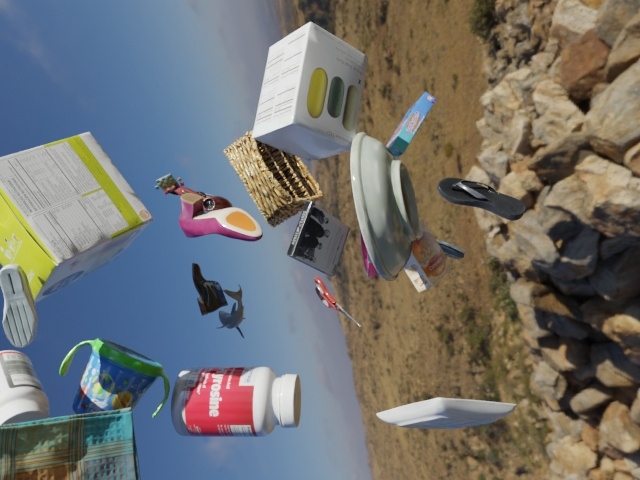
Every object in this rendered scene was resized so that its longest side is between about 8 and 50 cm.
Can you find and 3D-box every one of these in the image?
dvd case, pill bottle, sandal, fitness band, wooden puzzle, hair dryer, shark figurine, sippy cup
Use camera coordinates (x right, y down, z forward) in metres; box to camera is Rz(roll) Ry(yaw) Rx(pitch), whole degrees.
[{"bbox_3d":[0.000,0.000,1.568,0.238,0.029,0.180,31,-104,-52],"label":"dvd case"},{"bbox_3d":[-0.277,0.549,1.698,0.229,0.407,0.229,-2,-90,-84],"label":"pill bottle"},{"bbox_3d":[0.465,-0.136,1.434,0.097,0.254,0.055,-54,-25,-36],"label":"sandal"},{"bbox_3d":[0.184,0.006,1.834,0.291,0.054,0.209,84,179,-46],"label":"fitness band"},{"bbox_3d":[-0.431,-0.160,1.406,0.006,0.083,0.049,-99,-18,-55],"label":"wooden puzzle"},{"bbox_3d":[-0.386,-0.118,1.578,0.293,0.223,0.080,15,89,54],"label":"hair dryer"},{"bbox_3d":[-0.836,0.436,1.342,0.283,0.161,0.161,30,145,44],"label":"pill bottle"},{"bbox_3d":[-0.361,0.305,1.967,0.166,0.116,0.278,59,144,19],"label":"shark figurine"},{"bbox_3d":[-0.657,0.461,1.578,0.240,0.305,0.224,45,-115,-53],"label":"sippy cup"}]

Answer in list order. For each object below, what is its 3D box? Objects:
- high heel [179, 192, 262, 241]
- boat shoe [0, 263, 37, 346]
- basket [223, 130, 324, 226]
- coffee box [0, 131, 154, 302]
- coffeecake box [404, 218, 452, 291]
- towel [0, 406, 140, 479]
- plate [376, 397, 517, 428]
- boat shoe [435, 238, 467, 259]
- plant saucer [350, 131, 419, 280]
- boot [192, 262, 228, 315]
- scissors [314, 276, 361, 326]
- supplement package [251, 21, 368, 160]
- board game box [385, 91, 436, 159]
[{"bbox_3d":[-0.238,-0.021,1.174,0.082,0.243,0.117,-46,-30,-49],"label":"high heel"},{"bbox_3d":[-0.814,0.172,1.354,0.076,0.083,0.227,-148,57,-75],"label":"boat shoe"},{"bbox_3d":[-0.152,-0.228,1.655,0.299,0.222,0.213,59,178,8],"label":"basket"},{"bbox_3d":[-0.797,-0.068,1.519,0.338,0.337,0.334,54,-138,-2],"label":"coffee box"},{"bbox_3d":[0.318,0.046,1.576,0.068,0.142,0.186,-31,93,47],"label":"coffeecake box"},{"bbox_3d":[-0.584,0.535,1.121,0.370,0.040,0.272,11,-126,-47],"label":"towel"},{"bbox_3d":[0.337,0.476,1.345,0.278,0.277,0.045,-40,45,51],"label":"plate"},{"bbox_3d":[0.371,0.040,1.800,0.116,0.319,0.099,23,-98,-53],"label":"boat shoe"},{"bbox_3d":[0.188,-0.097,1.308,0.400,0.100,0.401,-12,-90,-70],"label":"plant saucer"},{"bbox_3d":[-0.432,0.177,1.922,0.082,0.106,0.219,101,152,-65],"label":"boot"},{"bbox_3d":[0.057,0.220,1.617,0.297,0.021,0.109,43,152,46],"label":"scissors"},{"bbox_3d":[-0.027,-0.374,1.299,0.198,0.199,0.263,-2,76,53],"label":"supplement package"},{"bbox_3d":[0.278,-0.358,1.608,0.047,0.210,0.160,32,170,-5],"label":"board game box"}]
